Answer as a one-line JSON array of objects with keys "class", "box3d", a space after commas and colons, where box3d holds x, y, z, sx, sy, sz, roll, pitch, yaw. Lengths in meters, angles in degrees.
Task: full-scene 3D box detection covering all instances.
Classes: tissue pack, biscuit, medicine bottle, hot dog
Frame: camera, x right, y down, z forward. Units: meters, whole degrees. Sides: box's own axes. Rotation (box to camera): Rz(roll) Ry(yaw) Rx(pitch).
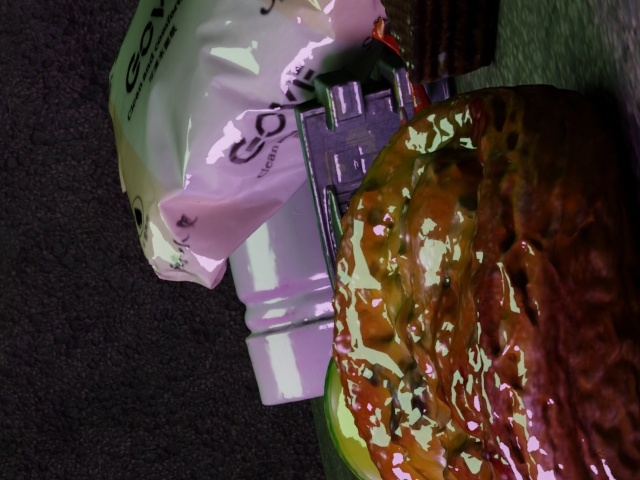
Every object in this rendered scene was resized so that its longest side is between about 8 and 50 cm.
[{"class": "tissue pack", "box3d": [-0.075, -0.189, 1.849, 0.375, 0.195, 0.390, -57, 30, 21]}, {"class": "biscuit", "box3d": [0.085, -0.265, 1.339, 0.388, 0.073, 0.107, 86, 168, -59]}, {"class": "medicine bottle", "box3d": [0.000, 0.000, 2.049, 0.212, 0.212, 0.325, 141, 116, -83]}, {"class": "hot dog", "box3d": [0.128, 0.095, 1.215, 0.267, 0.174, 0.388, -178, 74, -68]}]

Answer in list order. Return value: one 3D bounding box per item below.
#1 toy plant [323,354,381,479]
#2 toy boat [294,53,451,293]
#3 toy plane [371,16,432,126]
[{"class": "toy plant", "box3d": [0.119, 0.117, 1.472, 0.316, 0.184, 0.224, 140, 135, -72]}, {"class": "toy boat", "box3d": [0.069, -0.007, 1.701, 0.092, 0.141, 0.320, -136, 32, -66]}, {"class": "toy plane", "box3d": [0.091, -0.091, 1.591, 0.126, 0.077, 0.194, 100, 153, -58]}]
